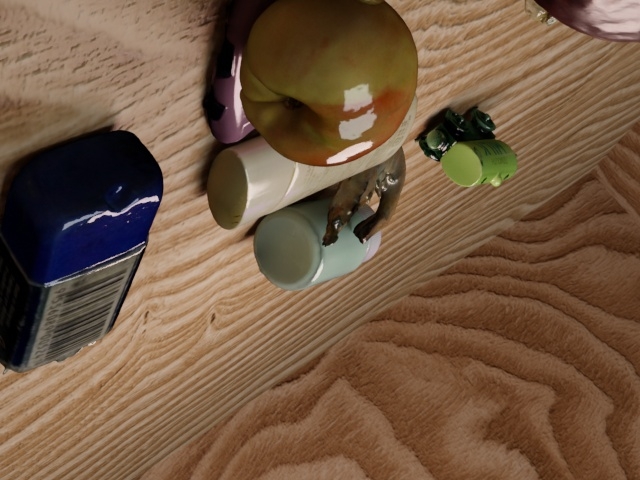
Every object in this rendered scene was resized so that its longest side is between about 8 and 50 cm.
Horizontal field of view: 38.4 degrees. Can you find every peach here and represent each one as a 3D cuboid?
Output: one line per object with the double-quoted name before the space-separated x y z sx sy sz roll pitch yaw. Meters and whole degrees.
"peach" 0.012 -0.165 0.911 0.184 0.184 0.184 -36 165 -11

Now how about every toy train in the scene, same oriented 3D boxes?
"toy train" 0.288 -0.165 1.732 0.105 0.157 0.253 -46 164 26

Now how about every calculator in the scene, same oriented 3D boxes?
"calculator" -0.034 -0.218 1.014 0.194 0.043 0.294 -30 161 -26

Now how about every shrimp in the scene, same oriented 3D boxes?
"shrimp" 0.072 -0.066 1.501 0.145 0.059 0.254 51 54 -43

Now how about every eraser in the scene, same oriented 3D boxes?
"eraser" -0.285 0.025 1.027 0.155 0.102 0.332 -26 159 -37

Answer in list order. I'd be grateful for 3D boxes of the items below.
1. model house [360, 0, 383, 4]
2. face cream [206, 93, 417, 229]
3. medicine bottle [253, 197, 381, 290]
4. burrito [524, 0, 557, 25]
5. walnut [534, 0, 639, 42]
"model house" 0.021 -0.290 0.748 0.239 0.174 0.268 -3 178 29
"face cream" -0.016 -0.116 1.288 0.348 0.081 0.173 -27 162 -39
"medicine bottle" 0.000 0.000 1.563 0.139 0.139 0.225 -47 163 29
"burrito" 0.389 -0.436 1.280 0.175 0.107 0.348 -50 172 -21
"walnut" 0.248 -0.264 0.643 0.243 0.222 0.269 -38 -175 5
